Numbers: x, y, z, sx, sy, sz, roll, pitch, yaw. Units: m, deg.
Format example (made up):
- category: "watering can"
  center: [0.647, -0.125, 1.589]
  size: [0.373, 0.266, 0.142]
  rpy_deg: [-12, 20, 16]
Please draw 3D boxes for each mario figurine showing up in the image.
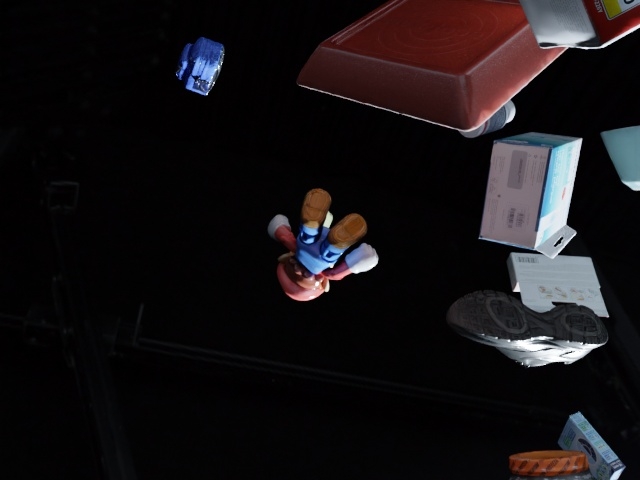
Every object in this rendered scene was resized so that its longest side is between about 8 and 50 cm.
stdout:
- category: "mario figurine"
  center: [0.000, 0.000, 1.280]
  size: [0.170, 0.320, 0.198]
  rpy_deg: [-13, -110, -21]

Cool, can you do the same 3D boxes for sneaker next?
- category: "sneaker"
  center: [0.361, 0.175, 1.117]
  size: [0.286, 0.130, 0.109]
  rpy_deg: [11, -133, -4]

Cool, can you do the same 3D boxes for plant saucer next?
- category: "plant saucer"
  center: [0.140, -0.241, 0.745]
  size: [0.258, 0.048, 0.259]
  rpy_deg: [26, -126, 37]

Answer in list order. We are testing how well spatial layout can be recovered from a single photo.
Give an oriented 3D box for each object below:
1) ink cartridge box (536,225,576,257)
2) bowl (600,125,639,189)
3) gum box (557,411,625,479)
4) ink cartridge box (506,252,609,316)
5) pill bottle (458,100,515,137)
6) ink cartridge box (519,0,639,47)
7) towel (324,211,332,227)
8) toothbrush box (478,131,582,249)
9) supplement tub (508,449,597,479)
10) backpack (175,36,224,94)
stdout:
- category: "ink cartridge box"
  center: [0.555, -0.048, 1.601]
  size: [0.181, 0.104, 0.061]
  rpy_deg: [33, -145, 3]
- category: "bowl"
  center: [0.893, -0.219, 1.589]
  size: [0.311, 0.163, 0.311]
  rpy_deg: [-7, -175, 1]
- category: "gum box"
  center: [0.769, 0.610, 1.771]
  size: [0.041, 0.157, 0.184]
  rpy_deg: [-19, -133, -16]
- category: "ink cartridge box"
  center: [0.763, 0.153, 2.005]
  size: [0.275, 0.060, 0.239]
  rpy_deg: [4, -129, -2]
- category: "pill bottle"
  center: [0.510, -0.384, 1.901]
  size: [0.180, 0.108, 0.108]
  rpy_deg: [-20, -125, -33]
- category: "ink cartridge box"
  center: [0.244, -0.348, 0.451]
  size: [0.309, 0.272, 0.130]
  rpy_deg: [59, -173, -16]
- category: "towel"
  center: [-0.009, -0.025, 1.829]
  size: [0.027, 0.148, 0.110]
  rpy_deg: [21, 172, 17]
- category: "toothbrush box"
  center: [0.474, -0.121, 1.383]
  size: [0.126, 0.216, 0.295]
  rpy_deg: [14, -162, 29]
- category: "supplement tub"
  center: [0.508, 0.630, 1.312]
  size: [0.207, 0.207, 0.338]
  rpy_deg: [2, -105, -26]
- category: "backpack"
  center: [-0.289, -0.427, 1.495]
  size: [0.101, 0.120, 0.098]
  rpy_deg: [15, -119, -23]
